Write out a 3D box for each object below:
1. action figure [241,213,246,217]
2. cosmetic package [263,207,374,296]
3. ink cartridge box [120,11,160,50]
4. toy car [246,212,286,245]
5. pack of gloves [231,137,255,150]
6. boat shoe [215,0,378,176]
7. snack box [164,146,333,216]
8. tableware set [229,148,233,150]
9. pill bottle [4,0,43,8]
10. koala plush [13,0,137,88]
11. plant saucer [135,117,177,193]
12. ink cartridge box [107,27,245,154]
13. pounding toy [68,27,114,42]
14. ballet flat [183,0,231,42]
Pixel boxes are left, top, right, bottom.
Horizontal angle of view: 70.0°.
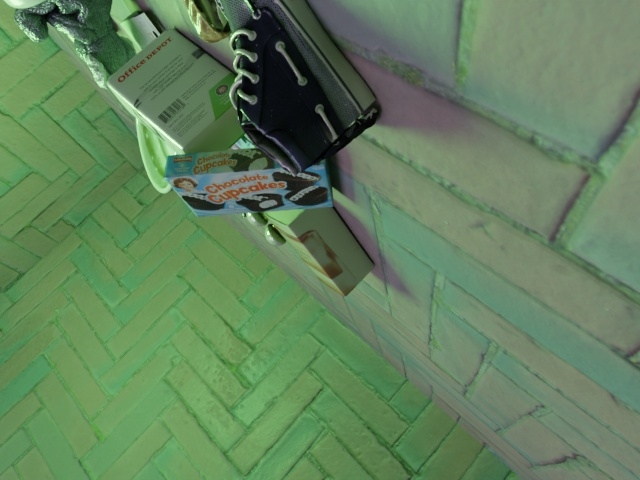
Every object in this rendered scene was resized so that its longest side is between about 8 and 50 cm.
[{"bbox_3d":[-0.293,-0.219,1.564,0.285,0.099,0.185,62,171,-11],"label":"action figure"},{"bbox_3d":[0.000,0.000,1.253,0.296,0.129,0.153,52,167,-32],"label":"cosmetic package"},{"bbox_3d":[-0.417,-0.507,1.156,0.179,0.045,0.145,15,150,47],"label":"ink cartridge box"},{"bbox_3d":[-0.118,-0.089,1.376,0.182,0.159,0.136,47,-156,-13],"label":"toy car"},{"bbox_3d":[-0.222,-0.245,1.359,0.232,0.046,0.195,43,169,6],"label":"pack of gloves"},{"bbox_3d":[-0.080,-0.244,0.622,0.340,0.158,0.127,46,168,-11],"label":"boat shoe"},{"bbox_3d":[-0.141,-0.124,0.979,0.322,0.060,0.187,-4,157,6],"label":"snack box"},{"bbox_3d":[-0.318,-0.306,1.352,0.154,0.024,0.104,34,179,25],"label":"tableware set"},{"bbox_3d":[-0.648,-0.681,0.849,0.229,0.229,0.408,34,164,39],"label":"pill bottle"},{"bbox_3d":[-0.547,-0.493,1.098,0.203,0.196,0.221,-7,132,21],"label":"koala plush"},{"bbox_3d":[-0.493,-0.355,1.479,0.400,0.100,0.400,20,115,51],"label":"plant saucer"},{"bbox_3d":[-0.300,-0.312,1.017,0.273,0.198,0.115,41,168,19],"label":"ink cartridge box"},{"bbox_3d":[-0.719,-0.651,1.427,0.100,0.141,0.130,-17,130,25],"label":"pounding toy"},{"bbox_3d":[-0.195,-0.407,0.717,0.067,0.073,0.206,8,155,23],"label":"ballet flat"}]
